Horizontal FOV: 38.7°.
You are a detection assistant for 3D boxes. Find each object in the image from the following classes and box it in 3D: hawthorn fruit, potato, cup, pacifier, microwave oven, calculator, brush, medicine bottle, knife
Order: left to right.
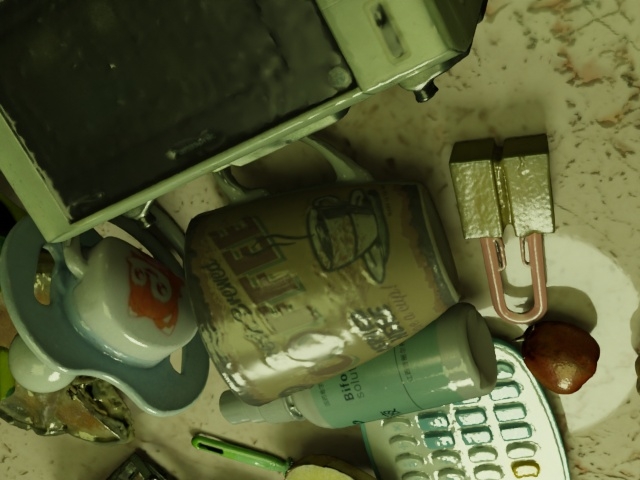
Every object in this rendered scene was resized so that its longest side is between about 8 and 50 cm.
[{"bbox_3d":[-0.271,0.093,1.061,0.233,0.244,0.299,-34,132,22],"label":"pacifier"},{"bbox_3d":[-0.076,-0.200,0.779,0.394,0.333,0.247,-22,112,26],"label":"microwave oven"},{"bbox_3d":[-0.087,0.325,1.321,0.212,0.015,0.054,17,126,1],"label":"knife"},{"bbox_3d":[0.000,0.000,0.999,0.257,0.227,0.301,-20,88,10],"label":"cup"},{"bbox_3d":[0.032,0.168,1.102,0.352,0.110,0.110,-18,117,26],"label":"medicine bottle"},{"bbox_3d":[0.043,0.368,1.242,0.200,0.081,0.164,31,119,23],"label":"potato"},{"bbox_3d":[0.190,0.275,1.198,0.256,0.054,0.386,-11,118,20],"label":"calculator"},{"bbox_3d":[0.212,-0.002,1.014,0.103,0.047,0.233,-5,123,17],"label":"brush"},{"bbox_3d":[0.274,0.131,1.067,0.093,0.081,0.081,36,124,-2],"label":"hawthorn fruit"}]

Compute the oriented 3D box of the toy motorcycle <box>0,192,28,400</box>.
[{"bbox_3d":[-0.430,0.059,1.096,0.142,0.206,0.342,0,104,-33],"label":"toy motorcycle"}]

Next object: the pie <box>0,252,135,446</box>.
[{"bbox_3d":[-0.371,0.149,1.241,0.337,0.075,0.337,9,123,14],"label":"pie"}]

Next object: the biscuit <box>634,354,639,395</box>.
[{"bbox_3d":[0.431,0.129,1.038,0.118,0.061,0.183,38,121,-10],"label":"biscuit"}]

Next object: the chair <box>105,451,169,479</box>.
[{"bbox_3d":[-0.280,0.409,1.371,0.136,0.147,0.270,47,164,-15],"label":"chair"}]
